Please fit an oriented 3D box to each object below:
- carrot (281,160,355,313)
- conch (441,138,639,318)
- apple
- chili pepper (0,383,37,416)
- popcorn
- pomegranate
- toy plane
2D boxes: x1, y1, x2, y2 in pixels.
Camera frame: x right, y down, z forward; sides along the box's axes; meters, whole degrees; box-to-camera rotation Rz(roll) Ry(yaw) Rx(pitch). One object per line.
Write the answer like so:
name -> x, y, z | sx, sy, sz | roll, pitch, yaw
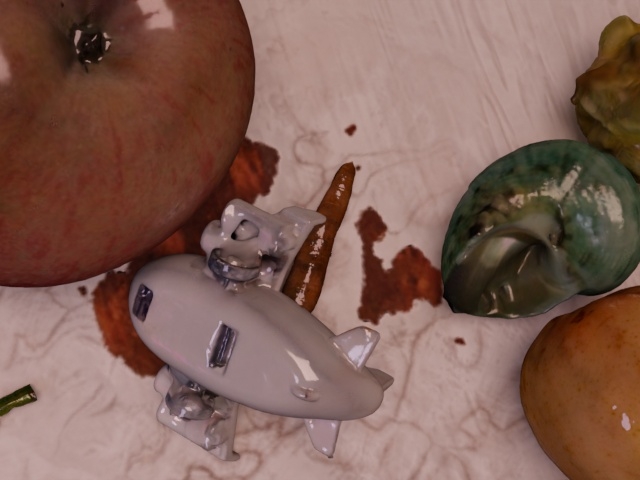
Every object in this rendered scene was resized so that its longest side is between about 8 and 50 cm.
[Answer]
carrot -> -0.001, -0.001, 0.911 | 0.035, 0.036, 0.165 | 20, 78, -4
conch -> 0.208, -0.007, 0.895 | 0.188, 0.122, 0.176 | 10, 101, -3
apple -> -0.212, -0.131, 0.765 | 0.344, 0.269, 0.345 | 9, 63, -19
chili pepper -> -0.287, 0.157, 0.859 | 0.083, 0.022, 0.027 | -43, 87, -15
popcorn -> 0.336, -0.133, 0.900 | 0.167, 0.185, 0.188 | -13, 70, -32
pomegranate -> 0.275, 0.137, 0.840 | 0.207, 0.207, 0.207 | 1, 81, -7
toy plane -> -0.055, 0.084, 0.842 | 0.244, 0.117, 0.245 | 4, 101, 24
